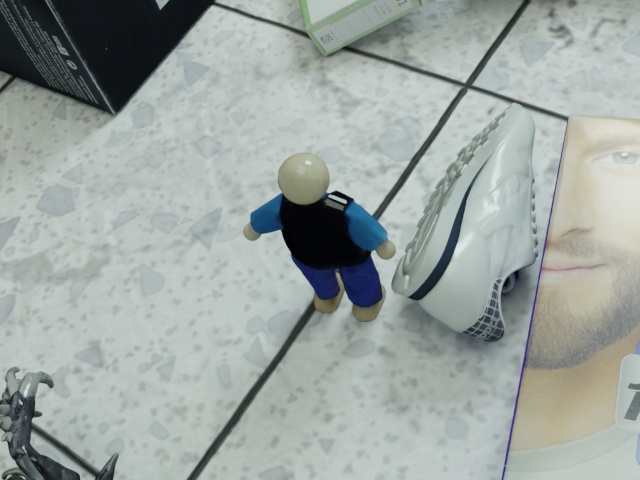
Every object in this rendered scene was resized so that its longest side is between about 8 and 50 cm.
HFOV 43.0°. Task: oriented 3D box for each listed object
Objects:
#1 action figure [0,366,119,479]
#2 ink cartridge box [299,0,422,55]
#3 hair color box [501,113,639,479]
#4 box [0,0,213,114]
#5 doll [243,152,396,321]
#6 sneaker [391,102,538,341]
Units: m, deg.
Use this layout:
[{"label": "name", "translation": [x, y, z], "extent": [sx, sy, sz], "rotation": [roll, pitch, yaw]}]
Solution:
[{"label": "action figure", "translation": [-0.259, 0.172, 0.609], "extent": [0.164, 0.276, 0.141], "rotation": [-51, 19, 8]}, {"label": "ink cartridge box", "translation": [0.082, -0.321, 0.874], "extent": [0.235, 0.056, 0.171], "rotation": [-23, 53, 18]}, {"label": "hair color box", "translation": [0.247, 0.073, 0.586], "extent": [0.185, 0.110, 0.338], "rotation": [7, 58, 19]}, {"label": "box", "translation": [-0.284, -0.364, 0.953], "extent": [0.313, 0.179, 0.343], "rotation": [23, 65, 25]}, {"label": "doll", "translation": [0.000, 0.000, 0.640], "extent": [0.129, 0.189, 0.046], "rotation": [10, 61, 19]}, {"label": "sneaker", "translation": [0.144, -0.021, 0.694], "extent": [0.095, 0.090, 0.235], "rotation": [32, 58, -2]}]
